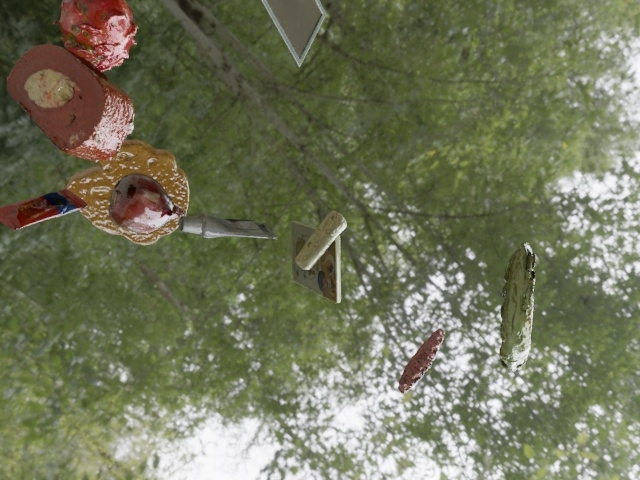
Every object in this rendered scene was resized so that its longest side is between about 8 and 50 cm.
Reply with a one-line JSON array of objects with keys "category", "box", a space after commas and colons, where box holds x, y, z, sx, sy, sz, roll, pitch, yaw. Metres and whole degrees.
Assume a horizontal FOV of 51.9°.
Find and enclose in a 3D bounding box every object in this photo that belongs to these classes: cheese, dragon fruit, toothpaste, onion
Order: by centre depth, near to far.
[{"category": "onion", "box": [-0.445, -0.087, 1.696, 0.159, 0.195, 0.159, -39, -138, 47]}, {"category": "dragon fruit", "box": [-0.594, -0.588, 1.751, 0.210, 0.268, 0.205, 0, -140, 0]}, {"category": "toothpaste", "box": [-0.267, -0.038, 1.880, 0.068, 0.282, 0.099, -51, -134, 41]}, {"category": "cheese", "box": [0.000, 0.000, 1.883, 0.065, 0.043, 0.194, 45, -77, 27]}]

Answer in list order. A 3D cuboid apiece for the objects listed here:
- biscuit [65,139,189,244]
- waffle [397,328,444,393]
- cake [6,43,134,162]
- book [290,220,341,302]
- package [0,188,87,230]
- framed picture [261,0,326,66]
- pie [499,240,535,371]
[{"category": "biscuit", "box": [-0.558, -0.147, 1.949, 0.312, 0.351, 0.057, -59, -151, 19]}, {"category": "waffle", "box": [0.329, 0.401, 2.171, 0.234, 0.055, 0.221, -51, 173, -50]}, {"category": "cake", "box": [-0.544, -0.309, 1.459, 0.177, 0.283, 0.151, -46, 166, 7]}, {"category": "book", "box": [-0.018, 0.059, 2.038, 0.020, 0.208, 0.295, -8, -167, -28]}, {"category": "package", "box": [-0.640, -0.074, 1.507, 0.200, 0.083, 0.022, -30, 151, -51]}, {"category": "framed picture", "box": [-0.077, -0.666, 1.862, 0.016, 0.273, 0.216, 11, -115, 30]}, {"category": "pie", "box": [0.441, 0.143, 1.475, 0.071, 0.306, 0.306, 3, -141, 15]}]
